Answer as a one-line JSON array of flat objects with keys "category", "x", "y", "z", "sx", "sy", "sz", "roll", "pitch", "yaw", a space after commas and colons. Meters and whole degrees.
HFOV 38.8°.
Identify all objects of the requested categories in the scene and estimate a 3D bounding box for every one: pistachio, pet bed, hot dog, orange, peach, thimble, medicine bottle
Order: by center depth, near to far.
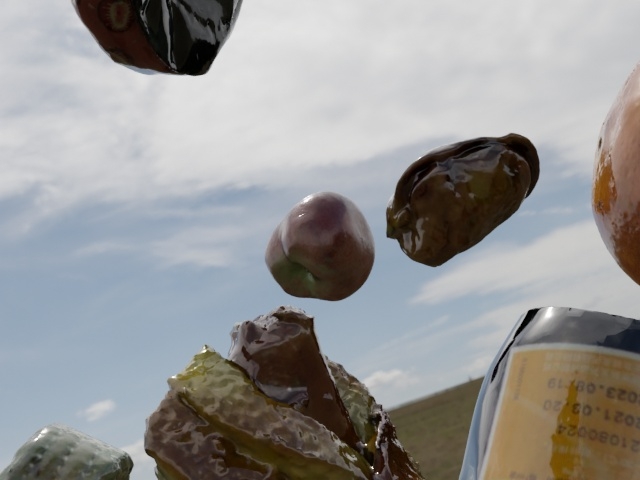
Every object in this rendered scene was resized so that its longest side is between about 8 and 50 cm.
[{"category": "hot dog", "x": 0.010, "y": 0.128, "z": 0.379, "sx": 0.103, "sy": 0.213, "sz": 0.146, "roll": -15, "pitch": 15, "yaw": 17}, {"category": "pet bed", "x": -0.087, "y": -0.187, "z": 0.501, "sx": 0.053, "sy": 0.201, "sz": 0.201, "roll": 2, "pitch": -8, "yaw": 16}, {"category": "thimble", "x": -0.162, "y": 0.164, "z": 0.546, "sx": 0.110, "sy": 0.062, "sz": 0.085, "roll": -58, "pitch": -11, "yaw": -65}, {"category": "medicine bottle", "x": 0.214, "y": 0.272, "z": 0.748, "sx": 0.242, "sy": 0.395, "sz": 0.242, "roll": 17, "pitch": -20, "yaw": 6}, {"category": "orange", "x": 0.384, "y": -0.074, "z": 0.878, "sx": 0.226, "sy": 0.284, "sz": 0.284, "roll": 14, "pitch": -11, "yaw": 7}, {"category": "pistachio", "x": 0.170, "y": -0.052, "z": 1.095, "sx": 0.210, "sy": 0.131, "sz": 0.165, "roll": -37, "pitch": -41, "yaw": 19}, {"category": "peach", "x": 0.000, "y": 0.000, "z": 1.230, "sx": 0.152, "sy": 0.152, "sz": 0.152, "roll": -17, "pitch": -13, "yaw": -4}]
